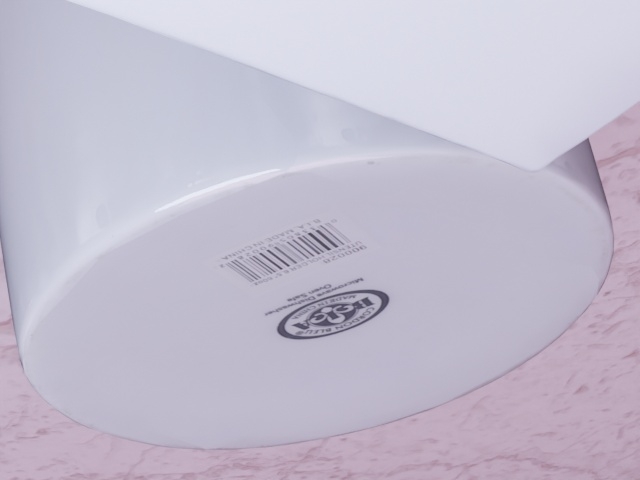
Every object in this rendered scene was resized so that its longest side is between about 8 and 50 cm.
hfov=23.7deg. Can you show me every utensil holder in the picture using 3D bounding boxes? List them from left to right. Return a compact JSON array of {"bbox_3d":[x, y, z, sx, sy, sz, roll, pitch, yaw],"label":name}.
[{"bbox_3d":[-0.035,-0.119,0.851,0.327,0.385,0.327,-10,151,-6],"label":"utensil holder"}]

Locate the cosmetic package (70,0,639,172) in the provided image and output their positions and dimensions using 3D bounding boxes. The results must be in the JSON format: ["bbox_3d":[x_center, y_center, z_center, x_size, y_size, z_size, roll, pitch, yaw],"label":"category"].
[{"bbox_3d":[0.002,-0.272,0.530,0.230,0.453,0.161,17,139,-40],"label":"cosmetic package"}]
